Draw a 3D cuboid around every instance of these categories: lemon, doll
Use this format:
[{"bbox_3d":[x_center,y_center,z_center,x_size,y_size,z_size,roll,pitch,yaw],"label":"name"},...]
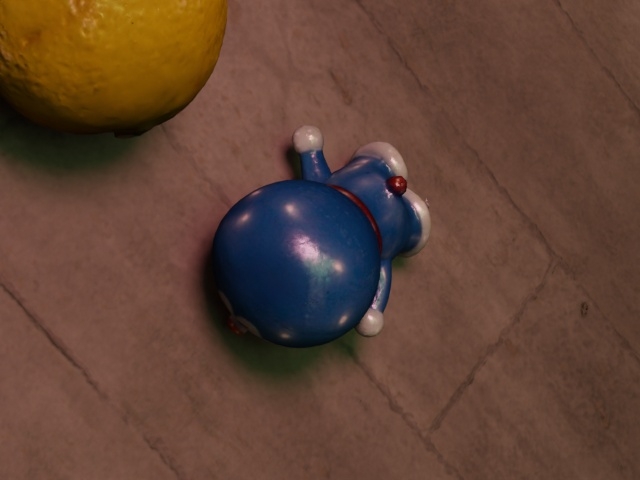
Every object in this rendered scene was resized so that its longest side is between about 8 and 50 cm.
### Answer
[{"bbox_3d":[-0.192,-0.195,1.260,0.240,0.240,0.219,-24,99,-32],"label":"lemon"},{"bbox_3d":[0.000,0.000,1.421,0.257,0.161,0.215,-30,86,-48],"label":"doll"}]
